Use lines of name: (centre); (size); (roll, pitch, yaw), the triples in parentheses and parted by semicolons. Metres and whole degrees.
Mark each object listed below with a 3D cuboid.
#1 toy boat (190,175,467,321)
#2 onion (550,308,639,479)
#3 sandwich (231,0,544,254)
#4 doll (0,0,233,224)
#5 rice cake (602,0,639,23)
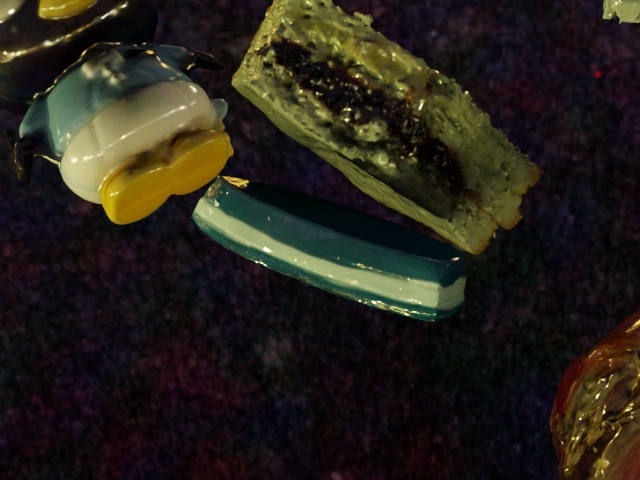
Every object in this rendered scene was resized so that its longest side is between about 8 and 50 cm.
toy boat: (0.000, 0.000, 1.222); (0.299, 0.061, 0.096); (19, 22, 25)
onion: (0.353, 0.179, 0.998); (0.354, 0.353, 0.353); (-4, 41, 4)
sandwich: (0.048, -0.133, 1.332); (0.131, 0.325, 0.262); (-54, 42, -2)
doll: (-0.184, -0.155, 0.875); (0.177, 0.141, 0.314); (-31, 70, -20)
rice cake: (0.335, -0.198, 0.992); (0.245, 0.045, 0.042); (-5, 38, -16)
